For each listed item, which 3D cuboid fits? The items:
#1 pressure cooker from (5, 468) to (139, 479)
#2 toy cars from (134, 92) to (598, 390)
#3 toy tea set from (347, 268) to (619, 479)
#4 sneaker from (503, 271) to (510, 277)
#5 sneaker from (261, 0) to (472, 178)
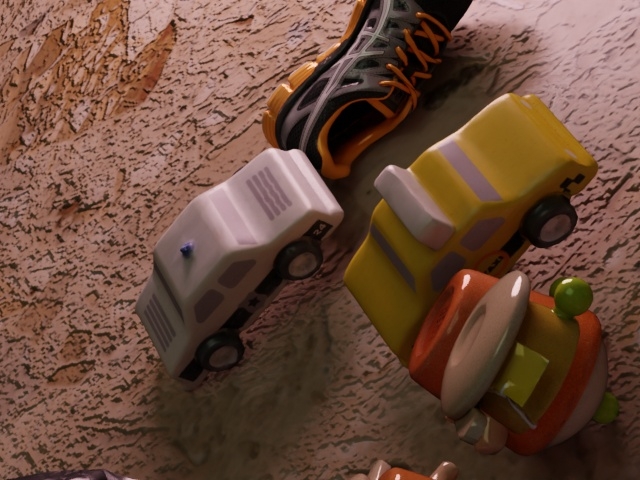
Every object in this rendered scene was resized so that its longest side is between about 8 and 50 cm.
[{"bbox_3d":[-0.128,0.345,0.614,0.420,0.376,0.369,-64,-7,-61],"label":"pressure cooker"},{"bbox_3d":[0.000,0.000,1.036,0.394,0.087,0.176,-10,67,40],"label":"toy cars"},{"bbox_3d":[0.079,0.167,0.864,0.336,0.124,0.200,-62,5,10],"label":"toy tea set"},{"bbox_3d":[0.110,-0.003,1.029,0.037,0.032,0.083,-19,58,20],"label":"sneaker"},{"bbox_3d":[0.052,-0.132,1.143,0.215,0.084,0.083,-49,44,11],"label":"sneaker"}]
